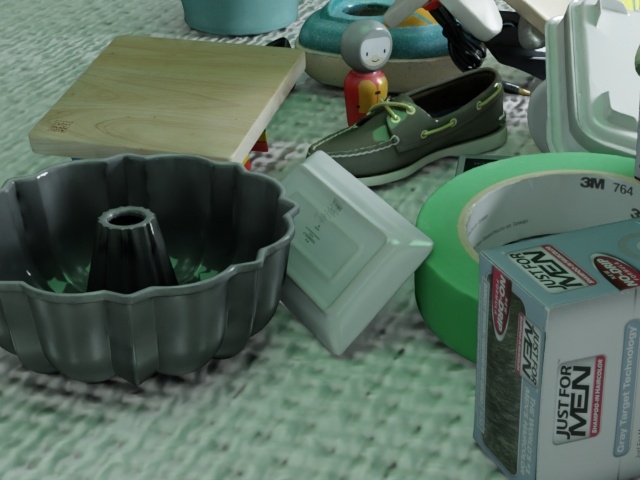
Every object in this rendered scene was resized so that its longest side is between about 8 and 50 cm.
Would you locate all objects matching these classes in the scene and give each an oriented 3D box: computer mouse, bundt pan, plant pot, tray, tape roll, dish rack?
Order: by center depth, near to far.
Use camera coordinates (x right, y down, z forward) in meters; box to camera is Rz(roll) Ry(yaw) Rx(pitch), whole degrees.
[{"bbox_3d":[-0.182,0.031,1.436,0.331,0.124,0.331,-2,26,1],"label":"bundt pan"},{"bbox_3d":[0.252,0.021,1.452,0.321,0.077,0.321,-1,32,1],"label":"tape roll"},{"bbox_3d":[0.000,0.000,1.498,0.145,0.030,0.270,-48,34,1],"label":"tray"},{"bbox_3d":[0.401,-0.164,1.707,0.286,0.072,0.333,15,39,-6],"label":"dish rack"},{"bbox_3d":[0.268,-0.252,1.979,0.262,0.060,0.184,18,36,-29],"label":"computer mouse"},{"bbox_3d":[-0.127,-0.465,2.323,0.272,0.255,0.271,-2,26,1],"label":"plant pot"}]

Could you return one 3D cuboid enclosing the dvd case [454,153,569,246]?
[{"bbox_3d":[0.235,-0.038,1.668,0.179,0.029,0.238,3,27,9],"label":"dvd case"}]

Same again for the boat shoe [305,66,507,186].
[{"bbox_3d":[0.103,-0.138,1.811,0.305,0.091,0.109,-19,30,-32],"label":"boat shoe"}]

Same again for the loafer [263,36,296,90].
[{"bbox_3d":[-0.101,-0.212,1.994,0.076,0.078,0.223,11,29,25],"label":"loafer"}]

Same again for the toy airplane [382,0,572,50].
[{"bbox_3d":[0.191,-0.401,1.894,0.384,0.386,0.272,-4,-6,-23],"label":"toy airplane"}]

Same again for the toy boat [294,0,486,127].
[{"bbox_3d":[0.085,-0.262,2.009,0.268,0.148,0.318,4,26,11],"label":"toy boat"}]

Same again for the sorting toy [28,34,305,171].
[{"bbox_3d":[-0.175,-0.143,1.802,0.257,0.089,0.255,7,37,18],"label":"sorting toy"}]

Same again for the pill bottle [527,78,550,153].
[{"bbox_3d":[0.360,-0.173,1.843,0.117,0.117,0.215,20,33,38],"label":"pill bottle"}]

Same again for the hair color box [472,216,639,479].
[{"bbox_3d":[0.318,0.075,1.243,0.375,0.185,0.113,-11,29,-20],"label":"hair color box"}]

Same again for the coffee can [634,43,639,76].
[{"bbox_3d":[0.469,-0.123,1.474,0.201,0.275,0.201,-35,21,16],"label":"coffee can"}]

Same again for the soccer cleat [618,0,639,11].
[{"bbox_3d":[0.425,-0.310,2.190,0.121,0.093,0.289,54,33,9],"label":"soccer cleat"}]

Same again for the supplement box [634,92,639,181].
[{"bbox_3d":[0.354,-0.072,1.182,0.073,0.130,0.239,-14,28,-24],"label":"supplement box"}]
